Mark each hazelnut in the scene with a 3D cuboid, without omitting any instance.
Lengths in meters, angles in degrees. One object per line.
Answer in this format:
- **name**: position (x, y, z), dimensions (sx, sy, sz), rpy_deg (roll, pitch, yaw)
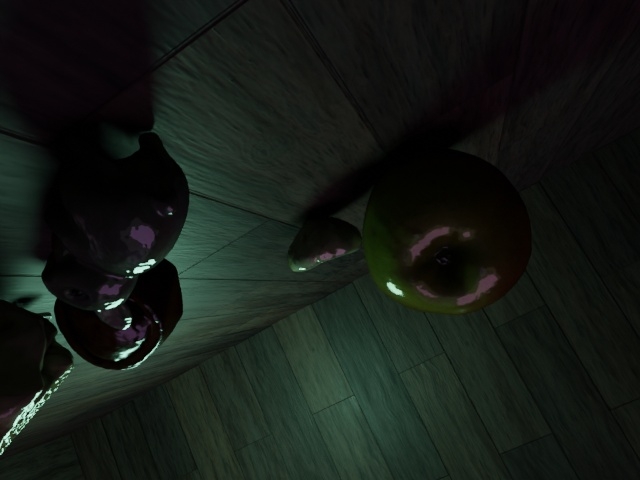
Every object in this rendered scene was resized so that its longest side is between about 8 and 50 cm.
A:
- **hazelnut**: position (-0.291, 0.100, 0.680), dimensions (0.202, 0.170, 0.160), rpy_deg (-55, 158, 12)

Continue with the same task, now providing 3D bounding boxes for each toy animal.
- **toy animal**: position (-0.224, 0.017, 0.491), dimensions (0.125, 0.127, 0.251), rpy_deg (13, 124, -23)

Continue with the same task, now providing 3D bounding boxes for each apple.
- **apple**: position (0.246, -0.012, 0.922), dimensions (0.338, 0.339, 0.305), rpy_deg (-30, 180, 16)

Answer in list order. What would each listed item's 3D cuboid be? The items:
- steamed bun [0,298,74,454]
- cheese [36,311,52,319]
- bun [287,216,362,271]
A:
- **steamed bun**: position (-0.466, 0.185, 0.592), dimensions (0.276, 0.203, 0.289), rpy_deg (-43, -166, 35)
- **cheese**: position (-0.546, 0.183, 0.786), dimensions (0.255, 0.050, 0.127), rpy_deg (-30, 166, 15)
- **bun**: position (0.000, 0.000, 1.024), dimensions (0.183, 0.102, 0.183), rpy_deg (-22, 178, -1)
